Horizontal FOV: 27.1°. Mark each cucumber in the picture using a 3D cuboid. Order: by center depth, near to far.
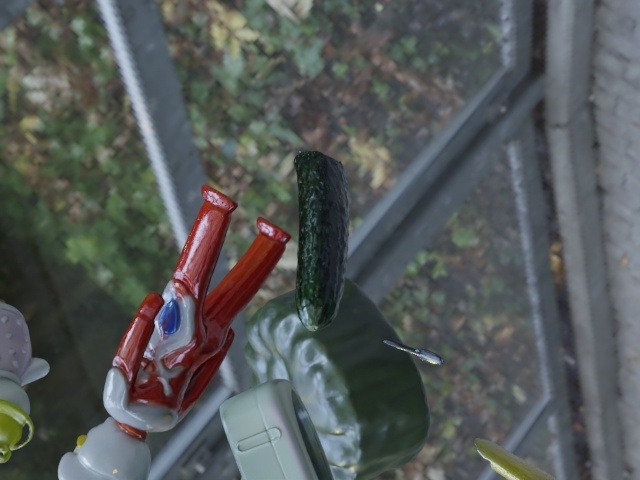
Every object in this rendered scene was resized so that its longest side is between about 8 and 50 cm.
[{"bbox_3d":[0.000,0.000,1.330,0.058,0.215,0.052,-5,142,7],"label":"cucumber"}]

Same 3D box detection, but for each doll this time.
[{"bbox_3d":[-0.328,0.134,1.327,0.129,0.207,0.081,18,127,-36],"label":"doll"},{"bbox_3d":[-0.165,0.133,1.445,0.099,0.384,0.188,25,175,30],"label":"doll"}]

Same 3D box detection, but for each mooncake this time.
[{"bbox_3d":[0.016,0.245,2.246,0.356,0.194,0.356,44,148,37],"label":"mooncake"}]

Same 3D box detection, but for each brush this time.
[{"bbox_3d":[0.121,0.144,1.723,0.083,0.008,0.024,20,141,3],"label":"brush"}]

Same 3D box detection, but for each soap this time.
[{"bbox_3d":[0.303,0.349,2.002,0.089,0.033,0.168,20,-173,-46],"label":"soap"}]

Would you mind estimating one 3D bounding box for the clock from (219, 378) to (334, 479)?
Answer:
[{"bbox_3d":[-0.030,0.199,1.180,0.191,0.062,0.152,31,-143,-85],"label":"clock"}]
